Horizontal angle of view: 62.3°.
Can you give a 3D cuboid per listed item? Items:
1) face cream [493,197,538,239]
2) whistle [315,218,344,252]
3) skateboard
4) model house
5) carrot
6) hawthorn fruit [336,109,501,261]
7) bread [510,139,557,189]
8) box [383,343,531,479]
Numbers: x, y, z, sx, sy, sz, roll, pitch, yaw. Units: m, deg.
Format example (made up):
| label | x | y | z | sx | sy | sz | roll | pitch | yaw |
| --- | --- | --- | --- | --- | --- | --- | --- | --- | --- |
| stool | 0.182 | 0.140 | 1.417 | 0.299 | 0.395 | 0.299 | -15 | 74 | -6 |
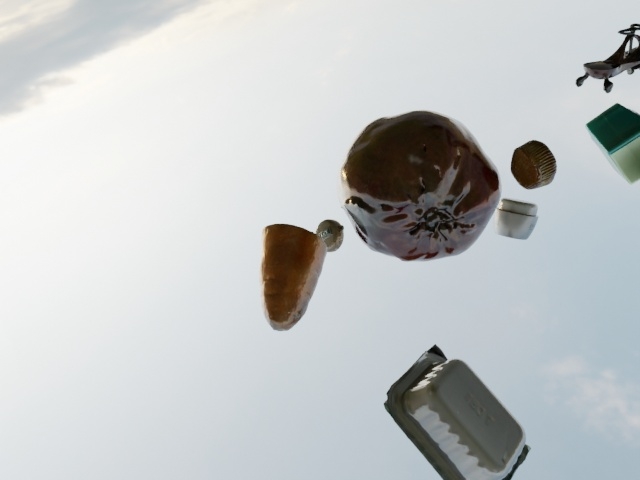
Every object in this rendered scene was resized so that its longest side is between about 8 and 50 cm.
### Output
| label | x | y | z | sx | sy | sz | roll | pitch | yaw |
| --- | --- | --- | --- | --- | --- | --- | --- | --- | --- |
| face cream | 0.542 | -0.062 | 1.475 | 0.117 | 0.104 | 0.117 | 10 | -169 | -2 |
| whistle | 0.000 | 0.000 | 1.703 | 0.057 | 0.220 | 0.107 | 2 | -113 | -40 |
| skateboard | 0.537 | -0.333 | 0.960 | 0.151 | 0.080 | 0.067 | -31 | -142 | -19 |
| model house | 0.631 | -0.212 | 1.095 | 0.100 | 0.149 | 0.127 | -39 | -168 | 24 |
| carrot | -0.077 | 0.095 | 1.185 | 0.159 | 0.159 | 0.224 | 3 | -118 | 16 |
| hawthorn fruit | 0.177 | -0.117 | 1.025 | 0.309 | 0.308 | 0.324 | -16 | -126 | -6 |
| bread | 0.372 | -0.131 | 0.915 | 0.053 | 0.085 | 0.085 | -24 | -140 | -12 |
| box | 0.334 | 0.406 | 1.200 | 0.336 | 0.106 | 0.264 | 50 | -135 | 10 |
